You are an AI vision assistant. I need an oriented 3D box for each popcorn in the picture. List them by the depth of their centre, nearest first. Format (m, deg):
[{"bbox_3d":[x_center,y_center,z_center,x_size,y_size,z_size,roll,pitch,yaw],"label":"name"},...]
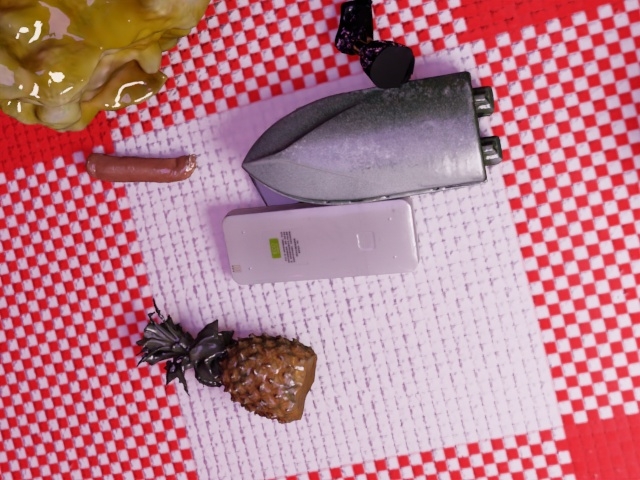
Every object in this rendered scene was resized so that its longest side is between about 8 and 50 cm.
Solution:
[{"bbox_3d":[-0.291,-0.300,1.152,0.294,0.292,0.334,32,96,13],"label":"popcorn"}]

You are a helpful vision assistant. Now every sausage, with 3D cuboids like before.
[{"bbox_3d":[-0.241,-0.097,1.283,0.158,0.036,0.042,0,129,13],"label":"sausage"}]

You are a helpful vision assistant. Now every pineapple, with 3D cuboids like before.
[{"bbox_3d":[-0.130,0.161,1.247,0.251,0.125,0.125,16,98,17],"label":"pineapple"}]

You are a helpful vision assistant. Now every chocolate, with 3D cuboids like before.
[{"bbox_3d":[0.061,-0.240,1.169,0.072,0.147,0.070,-38,128,9],"label":"chocolate"}]

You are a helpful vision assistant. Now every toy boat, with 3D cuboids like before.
[{"bbox_3d":[0.059,-0.118,1.176,0.320,0.092,0.141,-9,88,4],"label":"toy boat"}]

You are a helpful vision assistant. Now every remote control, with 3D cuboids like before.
[{"bbox_3d":[0.000,0.000,1.229,0.250,0.034,0.103,-6,108,13],"label":"remote control"}]

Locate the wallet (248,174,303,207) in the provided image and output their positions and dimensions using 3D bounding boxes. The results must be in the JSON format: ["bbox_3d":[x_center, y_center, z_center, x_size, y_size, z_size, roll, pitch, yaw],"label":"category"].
[{"bbox_3d":[-0.015,-0.099,1.242,0.157,0.018,0.082,-28,89,12],"label":"wallet"}]
